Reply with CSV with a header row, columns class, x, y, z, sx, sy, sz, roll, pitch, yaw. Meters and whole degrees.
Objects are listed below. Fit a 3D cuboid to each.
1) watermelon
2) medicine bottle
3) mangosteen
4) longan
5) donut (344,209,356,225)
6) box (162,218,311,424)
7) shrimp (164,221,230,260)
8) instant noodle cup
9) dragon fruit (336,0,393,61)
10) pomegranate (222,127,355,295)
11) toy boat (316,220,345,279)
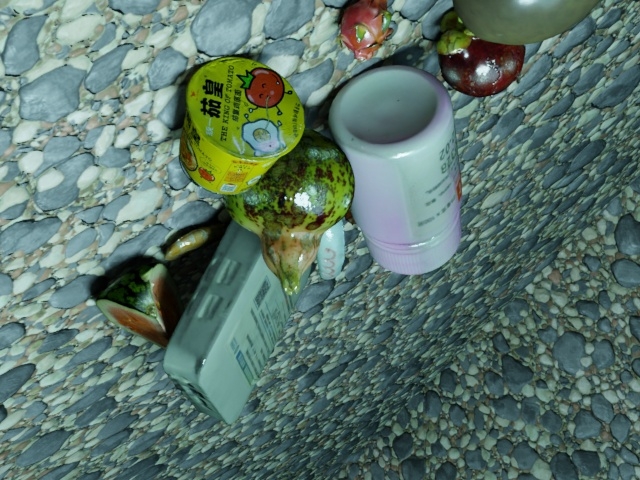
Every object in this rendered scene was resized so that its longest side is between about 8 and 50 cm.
class,x,y,z,sx,sy,sz,roll,pitch,yaw
watermelon,-0.306,0.111,1.863,0.128,0.159,0.303,-61,164,-18
medicine bottle,0.151,-0.117,1.865,0.219,0.219,0.388,-33,144,-11
mangosteen,0.277,-0.347,1.792,0.166,0.166,0.180,-36,128,-2
longan,0.334,-0.440,1.571,0.300,0.243,0.300,-32,-177,2
donut,0.110,-0.108,2.109,0.184,0.073,0.166,-16,149,-38
box,-0.150,0.134,1.947,0.396,0.111,0.396,77,36,-65
shrimp,-0.222,0.006,1.879,0.162,0.045,0.095,-22,153,-45
instant noodle cup,-0.131,-0.161,1.529,0.182,0.182,0.144,-23,163,-31
dragon fruit,0.075,-0.344,1.587,0.081,0.086,0.116,19,121,-18
pomegranate,-0.043,-0.060,1.708,0.204,0.276,0.222,-31,-168,-37
toy boat,0.000,0.000,2.091,0.079,0.134,0.207,-9,155,-8
